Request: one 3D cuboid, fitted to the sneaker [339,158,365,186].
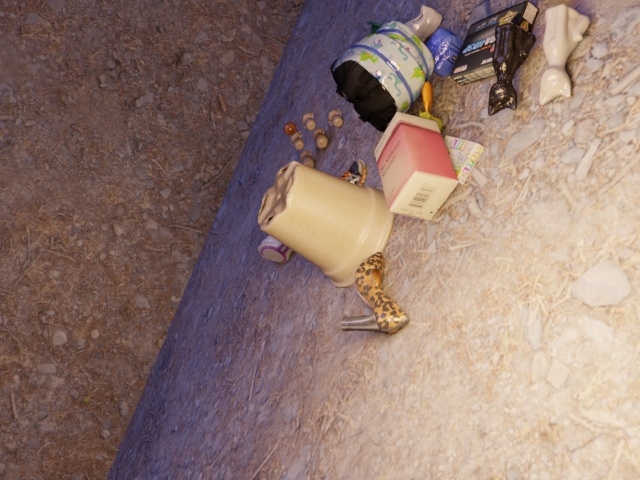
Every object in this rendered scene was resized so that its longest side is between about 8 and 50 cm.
[{"bbox_3d":[0.079,-0.179,1.940,0.215,0.083,0.084,-64,21,-2],"label":"sneaker"}]

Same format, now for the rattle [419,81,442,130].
[{"bbox_3d":[0.236,-0.336,1.644,0.130,0.143,0.199,-36,14,-36],"label":"rattle"}]

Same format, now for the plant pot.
[{"bbox_3d":[-0.005,-0.069,1.719,0.334,0.305,0.334,-47,29,36],"label":"plant pot"}]

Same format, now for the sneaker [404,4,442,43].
[{"bbox_3d":[0.309,-0.688,1.959,0.212,0.094,0.080,-54,26,23],"label":"sneaker"}]

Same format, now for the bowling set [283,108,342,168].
[{"bbox_3d":[-0.057,-0.451,2.377,0.287,0.199,0.154,-52,24,17],"label":"bowling set"}]

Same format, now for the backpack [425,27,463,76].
[{"bbox_3d":[0.362,-0.550,1.707,0.101,0.098,0.120,47,113,35],"label":"backpack"}]

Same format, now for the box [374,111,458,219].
[{"bbox_3d":[0.238,-0.191,1.488,0.149,0.126,0.232,119,152,-43],"label":"box"}]

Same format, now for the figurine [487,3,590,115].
[{"bbox_3d":[0.476,-0.391,1.298,0.214,0.092,0.210,-1,73,52],"label":"figurine"}]

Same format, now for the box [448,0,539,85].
[{"bbox_3d":[0.451,-0.513,1.529,0.220,0.051,0.175,9,75,66],"label":"box"}]

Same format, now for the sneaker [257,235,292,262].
[{"bbox_3d":[-0.125,-0.013,2.206,0.305,0.114,0.152,-32,25,45],"label":"sneaker"}]

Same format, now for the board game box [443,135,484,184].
[{"bbox_3d":[0.341,-0.207,1.481,0.103,0.026,0.154,-61,23,6],"label":"board game box"}]

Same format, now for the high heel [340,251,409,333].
[{"bbox_3d":[0.171,0.125,1.475,0.186,0.093,0.261,-7,44,38],"label":"high heel"}]

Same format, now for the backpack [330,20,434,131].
[{"bbox_3d":[0.180,-0.483,1.707,0.273,0.290,0.355,-39,4,12],"label":"backpack"}]

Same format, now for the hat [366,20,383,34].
[{"bbox_3d":[0.220,-0.666,2.064,0.173,0.208,0.184,38,121,48],"label":"hat"}]
